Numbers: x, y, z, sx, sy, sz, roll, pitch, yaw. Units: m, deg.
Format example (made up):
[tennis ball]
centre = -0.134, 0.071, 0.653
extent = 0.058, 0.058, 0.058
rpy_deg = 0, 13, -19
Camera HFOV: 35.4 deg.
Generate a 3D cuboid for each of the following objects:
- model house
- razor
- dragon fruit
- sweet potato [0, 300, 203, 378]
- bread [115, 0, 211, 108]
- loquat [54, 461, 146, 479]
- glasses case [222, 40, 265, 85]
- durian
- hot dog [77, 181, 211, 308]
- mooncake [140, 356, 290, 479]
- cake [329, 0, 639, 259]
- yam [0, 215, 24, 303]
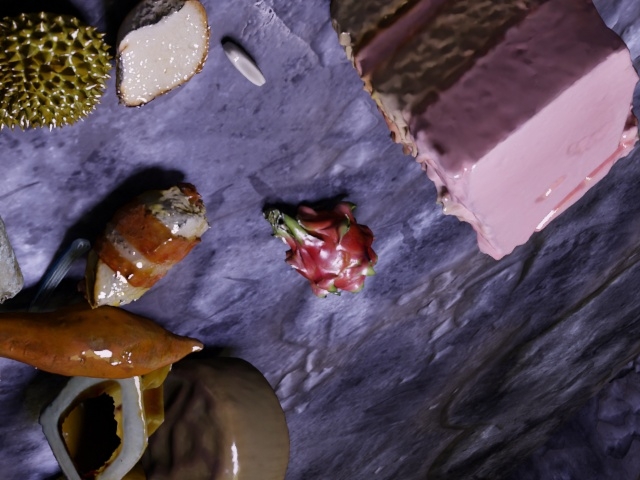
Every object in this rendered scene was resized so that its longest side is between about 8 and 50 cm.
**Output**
[model house]
centre = -0.309, 0.251, 1.624
extent = 0.268, 0.173, 0.239
rpy_deg = -43, 180, 25
[razor]
centre = -0.367, 0.054, 1.389
extent = 0.068, 0.037, 0.191
rpy_deg = 10, 134, -36
[dragon fruit]
centre = 0.004, 0.000, 1.571
extent = 0.137, 0.135, 0.236
rpy_deg = -30, 134, 11
[sweet potato]
centre = -0.319, 0.138, 1.397
extent = 0.359, 0.112, 0.112
rpy_deg = 8, 134, -35
[bread]
centre = -0.182, -0.216, 1.116
extent = 0.126, 0.044, 0.129
rpy_deg = -36, 159, -28
[loquat]
centre = -0.408, 0.545, 1.916
extent = 0.284, 0.276, 0.276
rpy_deg = 9, 138, -16
[glasses case]
centre = -0.093, -0.216, 1.229
extent = 0.021, 0.032, 0.083
rpy_deg = -40, 150, 7
[durian]
centre = -0.306, -0.171, 1.035
extent = 0.208, 0.102, 0.146
rpy_deg = -1, 145, -37
[hot dog]
centre = -0.243, 0.003, 1.355
extent = 0.213, 0.103, 0.146
rpy_deg = -41, 170, 0
[mooncake]
centre = -0.196, 0.346, 1.753
extent = 0.156, 0.284, 0.284
rpy_deg = 2, 138, -44
[cake]
centre = 0.211, -0.202, 1.255
extent = 0.293, 0.306, 0.314
rpy_deg = -38, 151, 9
[yam]
centre = -0.418, 0.011, 1.238
extent = 0.078, 0.078, 0.179
rpy_deg = -20, 149, -19
